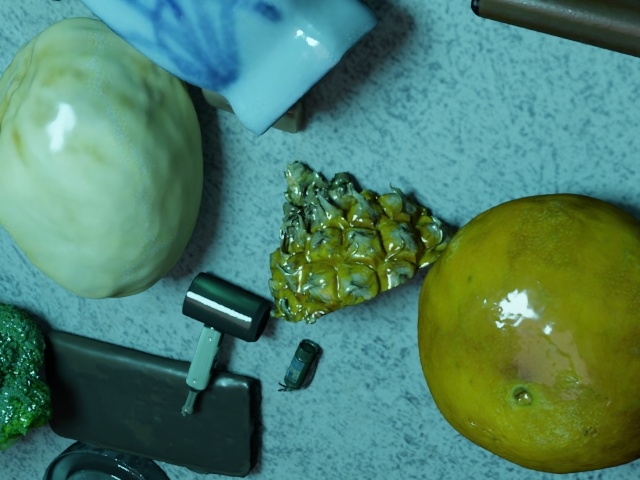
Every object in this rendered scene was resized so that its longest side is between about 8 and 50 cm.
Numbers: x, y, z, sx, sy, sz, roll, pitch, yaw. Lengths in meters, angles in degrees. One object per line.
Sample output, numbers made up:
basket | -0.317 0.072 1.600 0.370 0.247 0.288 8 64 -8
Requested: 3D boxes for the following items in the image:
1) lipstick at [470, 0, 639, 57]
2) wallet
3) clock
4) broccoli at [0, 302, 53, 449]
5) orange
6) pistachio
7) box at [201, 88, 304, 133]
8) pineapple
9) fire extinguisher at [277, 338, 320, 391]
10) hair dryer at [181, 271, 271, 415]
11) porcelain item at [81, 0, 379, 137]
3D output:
lipstick | 0.313 -0.189 0.964 0.356 0.057 0.057 18 122 14
wallet | -0.228 0.219 1.414 0.309 0.042 0.165 9 118 17
clock | -0.299 0.380 1.530 0.215 0.042 0.215 10 119 18
broccoli | -0.475 0.192 1.419 0.254 0.269 0.269 -12 113 1
orange | 0.230 0.095 1.051 0.284 0.226 0.284 10 114 23
pistachio | -0.248 -0.089 1.158 0.238 0.229 0.321 -9 126 -11
box | -0.074 -0.150 1.152 0.115 0.025 0.048 20 162 10
pineapple | 0.005 -0.001 1.148 0.249 0.140 0.164 -11 110 30
fire extinguisher | -0.024 0.161 1.309 0.038 0.025 0.083 16 124 -13
hair dryer | -0.135 0.142 1.313 0.100 0.057 0.198 25 115 9
porcelain item | -0.138 -0.301 1.019 0.405 0.178 0.242 47 124 -5
